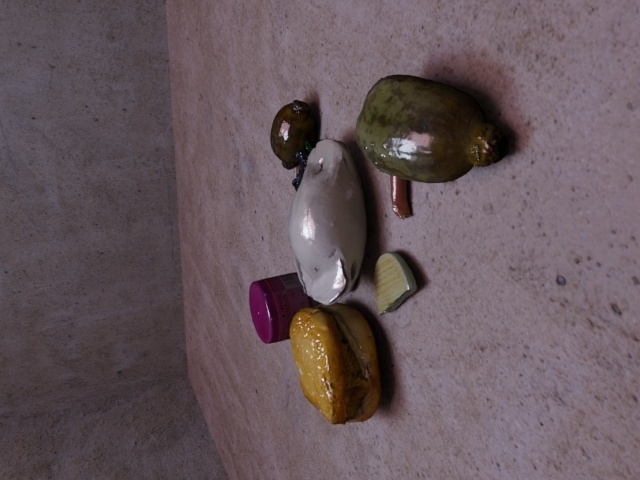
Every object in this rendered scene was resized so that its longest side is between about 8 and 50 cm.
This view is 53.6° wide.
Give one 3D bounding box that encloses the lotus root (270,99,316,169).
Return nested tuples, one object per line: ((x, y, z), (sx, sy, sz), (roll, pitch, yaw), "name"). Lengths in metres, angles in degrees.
((-0.073, -0.267, 1.619), (0.210, 0.120, 0.120), (103, 147, -43), "lotus root")

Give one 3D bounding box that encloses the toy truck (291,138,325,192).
((-0.022, -0.174, 1.583), (0.065, 0.079, 0.147), (58, 148, 37), "toy truck")

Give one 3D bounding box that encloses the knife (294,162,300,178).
((-0.036, -0.106, 1.673), (0.046, 0.022, 0.256), (-14, 73, 23), "knife")

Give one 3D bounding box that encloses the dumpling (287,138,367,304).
((-0.002, -0.044, 1.461), (0.260, 0.181, 0.341), (-3, 111, 62), "dumpling")

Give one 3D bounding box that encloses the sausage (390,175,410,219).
((0.156, -0.119, 1.253), (0.042, 0.036, 0.158), (-146, 49, -69), "sausage")

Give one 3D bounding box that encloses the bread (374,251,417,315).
((0.154, 0.081, 1.350), (0.193, 0.036, 0.112), (121, 138, -62), "bread")

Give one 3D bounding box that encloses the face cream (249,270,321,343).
((-0.078, 0.176, 1.720), (0.175, 0.194, 0.175), (169, 90, -68), "face cream")

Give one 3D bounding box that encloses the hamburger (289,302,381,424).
((0.034, 0.298, 1.550), (0.314, 0.170, 0.290), (-160, 64, -64), "hamburger")

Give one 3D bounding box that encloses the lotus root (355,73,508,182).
((0.174, -0.186, 1.054), (0.309, 0.173, 0.173), (26, 124, 53), "lotus root")
